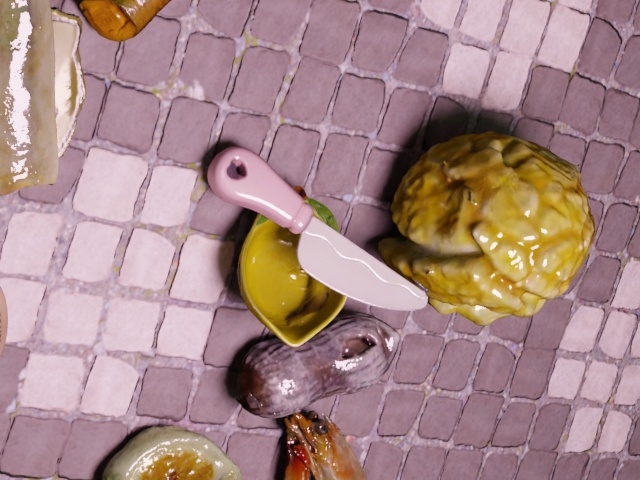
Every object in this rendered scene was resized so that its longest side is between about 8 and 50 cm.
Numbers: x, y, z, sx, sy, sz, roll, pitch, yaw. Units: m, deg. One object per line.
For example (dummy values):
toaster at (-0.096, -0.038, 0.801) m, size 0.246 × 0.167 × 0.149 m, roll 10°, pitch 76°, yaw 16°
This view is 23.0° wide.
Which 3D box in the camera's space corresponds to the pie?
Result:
pie at (-0.199, 0.349, 2.025) m, size 0.240 × 0.054 × 0.240 m, roll -16°, pitch 118°, yaw -32°

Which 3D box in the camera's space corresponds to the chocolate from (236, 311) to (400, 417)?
chocolate at (-0.004, 0.164, 2.076) m, size 0.248 × 0.110 × 0.110 m, roll -13°, pitch 115°, yaw -31°

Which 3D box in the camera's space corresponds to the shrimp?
shrimp at (-0.008, 0.337, 2.171) m, size 0.154 × 0.062 × 0.294 m, roll -31°, pitch 126°, yaw -19°

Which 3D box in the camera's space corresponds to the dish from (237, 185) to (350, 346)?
dish at (-0.044, 0.039, 1.992) m, size 0.149 × 0.080 × 0.207 m, roll 11°, pitch 71°, yaw -22°

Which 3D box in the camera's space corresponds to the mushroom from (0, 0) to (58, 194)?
mushroom at (-0.332, -0.201, 1.674) m, size 0.100 × 0.081 × 0.312 m, roll -14°, pitch 118°, yaw -32°

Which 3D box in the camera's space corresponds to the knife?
knife at (-0.002, 0.002, 1.956) m, size 0.336 × 0.043 × 0.081 m, roll 37°, pitch 71°, yaw -14°

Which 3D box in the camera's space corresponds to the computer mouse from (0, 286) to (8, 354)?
computer mouse at (-0.447, 0.106, 1.711) m, size 0.236 × 0.082 × 0.145 m, roll -8°, pitch 113°, yaw -38°

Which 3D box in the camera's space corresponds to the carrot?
carrot at (-0.188, -0.301, 1.757) m, size 0.173 × 0.082 × 0.082 m, roll -53°, pitch 131°, yaw -14°

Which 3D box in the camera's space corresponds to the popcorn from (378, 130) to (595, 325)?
popcorn at (0.228, -0.014, 2.076) m, size 0.247 × 0.282 × 0.282 m, roll 27°, pitch 90°, yaw -30°

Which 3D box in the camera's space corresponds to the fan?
fan at (-0.383, -0.138, 1.711) m, size 0.335 × 0.011 × 0.229 m, roll -42°, pitch 127°, yaw -18°
